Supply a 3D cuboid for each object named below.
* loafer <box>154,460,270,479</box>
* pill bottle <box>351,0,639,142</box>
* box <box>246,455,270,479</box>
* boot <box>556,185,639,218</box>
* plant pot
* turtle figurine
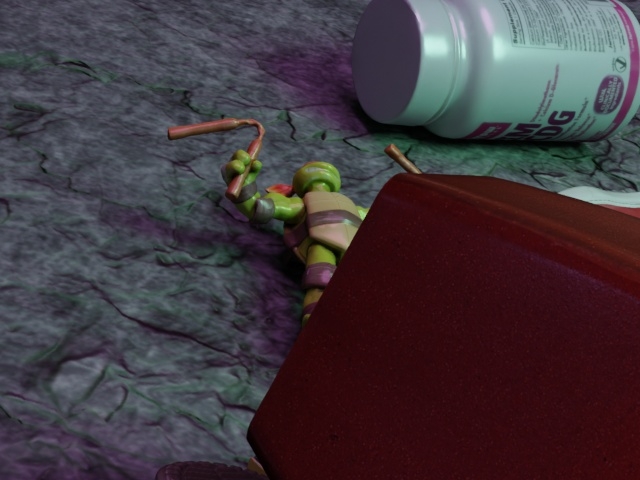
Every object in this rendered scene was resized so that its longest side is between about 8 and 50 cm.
[{"bbox_3d":[-0.036,0.221,0.842,0.102,0.092,0.268,10,21,-30],"label":"loafer"},{"bbox_3d":[0.186,-0.184,1.540,0.283,0.160,0.160,-1,36,-29],"label":"pill bottle"},{"bbox_3d":[0.052,0.158,1.022,0.087,0.058,0.232,39,36,30],"label":"box"},{"bbox_3d":[0.292,0.033,1.331,0.244,0.088,0.176,-6,41,-42],"label":"boot"},{"bbox_3d":[0.121,0.097,0.848,0.236,0.267,0.267,33,15,21],"label":"plant pot"},{"bbox_3d":[0.000,0.000,1.216,0.270,0.087,0.217,15,38,-28],"label":"turtle figurine"}]
